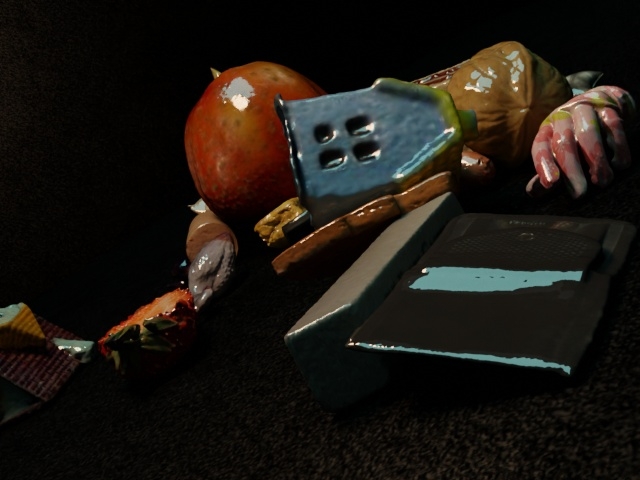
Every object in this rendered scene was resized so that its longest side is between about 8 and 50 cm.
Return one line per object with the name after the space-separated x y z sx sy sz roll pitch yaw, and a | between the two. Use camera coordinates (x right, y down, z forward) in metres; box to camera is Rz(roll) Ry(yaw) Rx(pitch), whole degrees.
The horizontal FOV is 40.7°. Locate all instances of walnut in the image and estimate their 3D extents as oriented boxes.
0.328 -0.235 1.504 0.228 0.228 0.228 -28 13 7 | walnut

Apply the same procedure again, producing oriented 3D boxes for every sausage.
-0.259 -0.006 2.072 0.123 0.123 0.253 -29 14 0 | sausage
0.176 -0.095 1.572 0.327 0.079 0.087 -21 45 38 | sausage

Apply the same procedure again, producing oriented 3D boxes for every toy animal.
-0.231 0.079 1.763 0.195 0.090 0.324 -54 19 1 | toy animal

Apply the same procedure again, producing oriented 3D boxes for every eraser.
0.094 0.065 1.062 0.077 0.111 0.352 -16 18 39 | eraser

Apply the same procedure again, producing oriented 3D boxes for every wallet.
0.203 0.044 0.951 0.247 0.041 0.323 1 29 33 | wallet

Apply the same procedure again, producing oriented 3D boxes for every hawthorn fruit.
-0.137 -0.233 1.976 0.403 0.402 0.403 -28 13 7 | hawthorn fruit

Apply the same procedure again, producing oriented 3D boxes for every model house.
0.097 -0.122 1.376 0.303 0.215 0.237 -10 -22 3 | model house
-0.608 0.242 1.747 0.249 0.230 0.280 -3 19 5 | model house

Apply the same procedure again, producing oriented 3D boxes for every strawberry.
-0.284 0.169 1.509 0.188 0.106 0.286 -24 7 10 | strawberry

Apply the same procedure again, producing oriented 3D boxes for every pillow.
0.498 -0.293 1.687 0.091 0.055 0.135 12 34 21 | pillow

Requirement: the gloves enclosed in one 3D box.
0.376 -0.146 1.262 0.145 0.126 0.241 -10 15 43 | gloves

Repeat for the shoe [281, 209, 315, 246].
0.000 0.000 1.598 0.108 0.093 0.241 -33 -11 -4 | shoe

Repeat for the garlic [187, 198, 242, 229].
-0.174 -0.116 2.293 0.325 0.132 0.279 -30 12 -15 | garlic

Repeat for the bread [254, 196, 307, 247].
-0.053 -0.037 1.770 0.114 0.083 0.211 -31 -2 17 | bread

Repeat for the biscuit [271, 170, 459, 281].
0.061 -0.009 1.251 0.306 0.043 0.284 -17 -17 -32 | biscuit

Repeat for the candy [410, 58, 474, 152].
0.198 -0.234 1.800 0.321 0.179 0.135 -15 21 36 | candy
